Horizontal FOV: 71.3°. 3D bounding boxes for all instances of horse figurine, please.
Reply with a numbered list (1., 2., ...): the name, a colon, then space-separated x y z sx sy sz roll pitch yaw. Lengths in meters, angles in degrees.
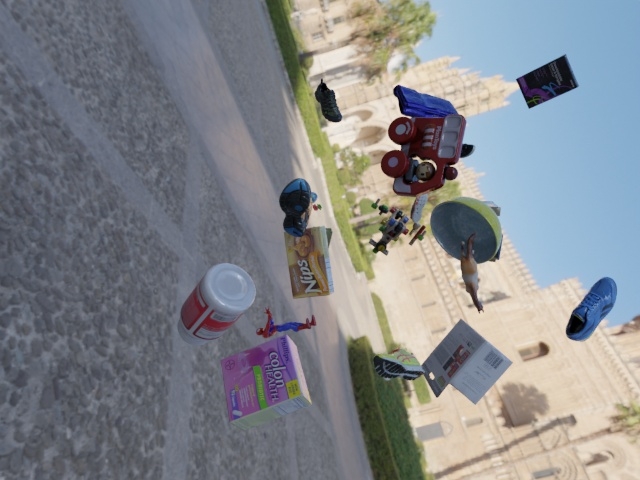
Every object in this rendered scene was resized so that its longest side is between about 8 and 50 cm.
1. horse figurine: 0.546 0.111 1.620 0.174 0.066 0.263 -61 141 -59

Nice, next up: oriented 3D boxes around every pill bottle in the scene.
1. pill bottle: -0.468 0.294 1.934 0.229 0.408 0.229 23 43 -24

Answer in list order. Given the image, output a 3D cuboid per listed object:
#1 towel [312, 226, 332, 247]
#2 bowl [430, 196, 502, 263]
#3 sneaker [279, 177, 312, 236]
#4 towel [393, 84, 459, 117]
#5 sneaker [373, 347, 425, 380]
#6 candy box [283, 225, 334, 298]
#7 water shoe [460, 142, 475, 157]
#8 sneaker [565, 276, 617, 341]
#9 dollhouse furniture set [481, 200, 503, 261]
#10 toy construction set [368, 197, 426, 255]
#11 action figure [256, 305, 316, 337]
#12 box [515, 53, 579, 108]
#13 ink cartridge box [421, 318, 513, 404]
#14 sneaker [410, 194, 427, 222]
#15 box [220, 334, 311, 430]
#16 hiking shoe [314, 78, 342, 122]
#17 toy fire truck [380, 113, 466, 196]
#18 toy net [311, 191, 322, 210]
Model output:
1. towel: 0.000 0.000 2.298 0.027 0.110 0.148 -108 -153 -69
2. bowl: 0.597 -0.065 1.758 0.289 0.156 0.289 35 -34 29
3. sneaker: -0.094 -0.158 1.826 0.341 0.125 0.139 104 5 -58
4. towel: 0.502 -0.633 2.086 0.076 0.308 0.227 118 -26 -43
5. sneaker: 0.239 0.383 1.420 0.208 0.081 0.094 25 36 -36
6. candy box: -0.052 0.101 2.059 0.087 0.183 0.316 -8 90 -71
7. water shoe: 0.691 -0.467 2.289 0.080 0.203 0.073 24 78 -39
8. sneaker: 0.768 0.194 1.268 0.082 0.209 0.069 24 7 -40
9. dollhouse furniture set: 0.799 -0.050 2.367 0.198 0.286 0.303 -51 144 -74
10. toy construction set: 0.397 -0.027 2.415 0.309 0.237 0.257 21 26 -26
11. action figure: -0.169 0.339 1.918 0.091 0.280 0.139 -7 79 -66
12. box: 0.758 -0.530 1.495 0.029 0.162 0.116 -39 103 -44
13. ink cartridge box: 0.535 0.471 1.691 0.130 0.272 0.309 39 5 -1
14. sneaker: 0.453 -0.166 2.106 0.065 0.061 0.158 -133 -124 -63
15. box: -0.180 0.462 1.455 0.117 0.243 0.213 66 4 -52
16. hiking shoe: 0.040 -0.692 2.222 0.227 0.086 0.114 59 -17 14
17. toy fire truck: 0.373 -0.304 1.593 0.169 0.254 0.302 22 78 -56
18. toy net: -0.076 -0.214 2.421 0.232 0.045 0.122 -6 79 -58
